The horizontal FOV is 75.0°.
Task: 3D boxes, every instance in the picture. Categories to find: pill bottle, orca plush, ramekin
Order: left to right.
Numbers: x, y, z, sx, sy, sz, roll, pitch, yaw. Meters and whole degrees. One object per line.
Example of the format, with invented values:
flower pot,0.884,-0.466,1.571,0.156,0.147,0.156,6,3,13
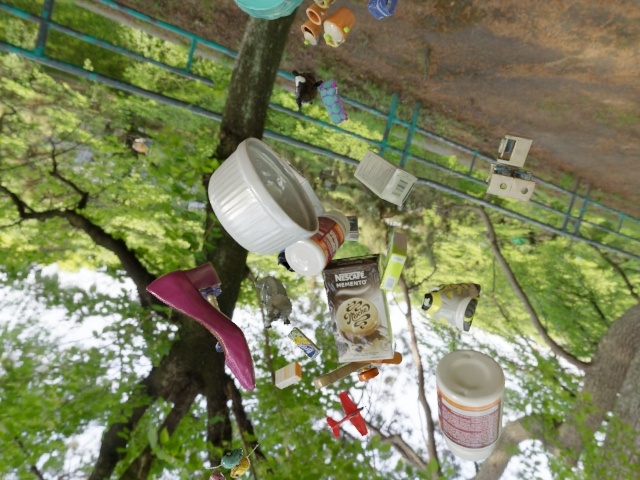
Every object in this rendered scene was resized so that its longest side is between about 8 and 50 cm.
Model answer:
ramekin,-0.106,-0.071,0.757,0.207,0.109,0.207,50,-163,-21
orca plush,-0.044,-0.622,1.653,0.102,0.151,0.287,-23,-163,19
pill bottle,0.000,0.000,1.207,0.121,0.121,0.221,15,-147,21
pill bottle,0.534,0.600,1.497,0.225,0.391,0.224,-9,-147,6

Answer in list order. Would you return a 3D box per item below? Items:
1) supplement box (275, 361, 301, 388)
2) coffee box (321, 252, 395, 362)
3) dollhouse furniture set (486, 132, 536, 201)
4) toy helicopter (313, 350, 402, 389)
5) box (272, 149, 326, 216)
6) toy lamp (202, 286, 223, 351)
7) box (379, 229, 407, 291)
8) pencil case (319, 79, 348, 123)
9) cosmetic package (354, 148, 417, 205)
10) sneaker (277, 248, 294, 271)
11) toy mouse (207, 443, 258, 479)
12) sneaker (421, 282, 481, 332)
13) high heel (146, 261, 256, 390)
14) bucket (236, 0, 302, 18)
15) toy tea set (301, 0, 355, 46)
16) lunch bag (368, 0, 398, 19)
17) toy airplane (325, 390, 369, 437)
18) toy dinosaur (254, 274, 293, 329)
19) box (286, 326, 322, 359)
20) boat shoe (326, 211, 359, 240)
supplement box,-0.120,0.504,1.559,0.036,0.099,0.062,46,-156,-33
coffee box,0.117,0.201,1.254,0.168,0.296,0.119,-9,-169,14
dollhouse furniture set,0.610,-0.237,1.296,0.129,0.183,0.129,16,-150,13
toy helicopter,0.126,0.442,1.459,0.355,0.140,0.235,-9,163,-45
box,-0.113,-0.154,1.374,0.262,0.127,0.231,45,174,38
toy lamp,-0.364,0.249,1.457,0.080,0.080,0.274,10,-133,-48
box,0.200,0.051,1.130,0.043,0.108,0.178,17,-156,6
pencil case,0.050,-0.509,1.540,0.070,0.064,0.151,11,146,34
cosmetic package,0.294,-0.295,1.928,0.129,0.153,0.296,19,-160,-30
sneaker,-0.112,0.127,2.093,0.233,0.090,0.081,24,140,-18
toy mouse,-0.239,0.593,1.072,0.031,0.161,0.143,31,168,37
sneaker,0.404,0.182,1.290,0.147,0.145,0.385,17,179,20
high heel,-0.310,0.247,1.106,0.182,0.376,0.127,-21,161,-24
bucket,-0.177,-0.835,1.285,0.282,0.280,0.183,14,-158,-5
toy tea set,0.005,-0.811,1.595,0.200,0.124,0.336,39,175,-10
lunch bag,0.198,-0.730,1.260,0.067,0.098,0.065,21,177,-39
toy airplane,0.082,0.562,1.323,0.152,0.151,0.028,14,171,10
toy dinosaur,-0.154,0.195,1.420,0.121,0.160,0.313,3,-148,-16
box,-0.076,0.483,1.961,0.169,0.059,0.054,39,-177,22
boat shoe,0.009,-0.055,1.509,0.302,0.102,0.108,3,-179,43
